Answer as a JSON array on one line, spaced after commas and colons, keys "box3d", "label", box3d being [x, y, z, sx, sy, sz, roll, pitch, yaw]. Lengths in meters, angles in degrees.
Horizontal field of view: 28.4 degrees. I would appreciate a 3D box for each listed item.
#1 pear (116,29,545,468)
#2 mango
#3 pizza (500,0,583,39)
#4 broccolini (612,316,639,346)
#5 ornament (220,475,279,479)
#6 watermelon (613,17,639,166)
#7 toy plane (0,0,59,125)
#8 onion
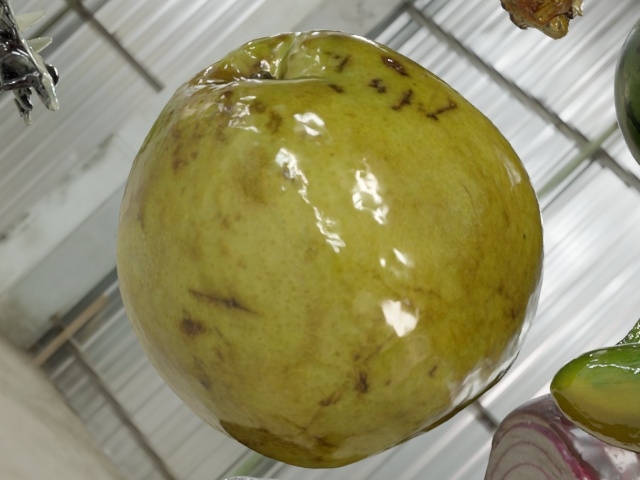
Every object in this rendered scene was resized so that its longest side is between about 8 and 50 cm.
[{"box3d": [0.000, 0.000, 0.903, 0.304, 0.304, 0.304, 46, -3, 3], "label": "pear"}, {"box3d": [0.252, 0.103, 0.817, 0.191, 0.085, 0.122, 3, -11, 35], "label": "mango"}, {"box3d": [0.231, -0.366, 1.394, 0.086, 0.161, 0.305, -1, -66, 34], "label": "pizza"}, {"box3d": [0.406, 0.191, 1.757, 0.091, 0.202, 0.068, 40, -27, -8], "label": "broccolini"}, {"box3d": [-0.064, 0.365, 1.108, 0.337, 0.337, 0.337, 46, -3, 3], "label": "ornament"}, {"box3d": [0.271, -0.082, 0.847, 0.140, 0.141, 0.187, 51, 32, -59], "label": "watermelon"}, {"box3d": [-0.341, -0.199, 1.425, 0.262, 0.088, 0.192, -117, -161, -56], "label": "toy plane"}, {"box3d": [0.364, 0.340, 1.593, 0.282, 0.260, 0.336, 11, -74, 62], "label": "onion"}]
